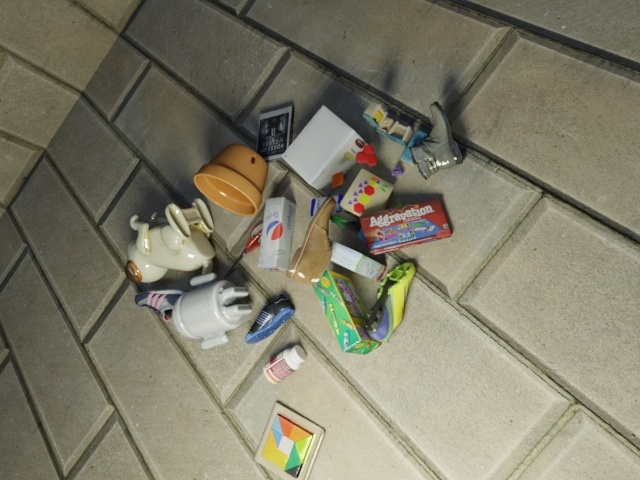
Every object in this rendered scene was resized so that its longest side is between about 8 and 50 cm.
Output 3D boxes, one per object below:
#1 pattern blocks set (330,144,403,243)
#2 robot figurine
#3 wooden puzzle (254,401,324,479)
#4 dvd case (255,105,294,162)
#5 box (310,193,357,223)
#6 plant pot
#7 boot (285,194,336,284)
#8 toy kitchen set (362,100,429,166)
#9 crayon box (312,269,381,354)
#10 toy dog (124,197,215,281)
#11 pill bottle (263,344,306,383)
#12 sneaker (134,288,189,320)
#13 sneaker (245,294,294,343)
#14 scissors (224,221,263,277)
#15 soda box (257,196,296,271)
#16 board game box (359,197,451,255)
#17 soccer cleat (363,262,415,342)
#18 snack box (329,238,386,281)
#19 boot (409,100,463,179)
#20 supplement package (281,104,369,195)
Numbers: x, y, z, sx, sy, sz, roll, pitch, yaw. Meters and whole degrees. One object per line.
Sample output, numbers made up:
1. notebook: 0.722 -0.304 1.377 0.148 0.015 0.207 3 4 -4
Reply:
1. pattern blocks set: 0.170 -0.161 1.747 0.285 0.026 0.325 39 73 6
2. robot figurine: -0.447 0.279 1.964 0.353 0.200 0.300 -20 72 25
3. wooden puzzle: -0.117 0.721 1.725 0.239 0.044 0.221 18 86 34
4. dvd case: -0.200 -0.458 2.142 0.179 0.029 0.238 -6 72 30
5. box: 0.052 -0.114 1.826 0.137 0.126 0.072 -7 73 29
6. plant pot: -0.351 -0.265 2.041 0.291 0.291 0.203 12 66 33
7. boot: 0.000 0.000 1.611 0.115 0.112 0.305 23 83 6
8. toy kitchen set: 0.261 -0.383 1.757 0.207 0.166 0.122 33 93 34
9. crayon box: 0.087 0.245 1.673 0.081 0.165 0.278 -36 60 18
10. toy dog: -0.675 0.040 2.166 0.408 0.284 0.395 -23 101 22
11. pill bottle: -0.128 0.450 1.789 0.152 0.086 0.086 -37 60 17
12. sneaker: -0.711 0.292 2.172 0.319 0.112 0.131 -9 68 30
13. sneaker: -0.205 0.304 1.888 0.232 0.081 0.090 -38 57 8
14. scissors: -0.315 0.038 2.069 0.297 0.021 0.109 -38 62 17
15. soda box: -0.172 -0.024 1.952 0.091 0.098 0.286 -2 74 30
16. board game box: 0.285 -0.047 1.661 0.281 0.027 0.145 -13 66 2
17. soccer cleat: 0.245 0.206 1.641 0.093 0.121 0.289 1 55 56
18. snack box: 0.107 0.065 1.690 0.174 0.207 0.070 25 88 35
19. boot: 0.378 -0.346 1.692 0.161 0.083 0.246 -20 81 16
20. supplement package: 0.019 -0.347 1.906 0.262 0.145 0.204 -49 57 10
